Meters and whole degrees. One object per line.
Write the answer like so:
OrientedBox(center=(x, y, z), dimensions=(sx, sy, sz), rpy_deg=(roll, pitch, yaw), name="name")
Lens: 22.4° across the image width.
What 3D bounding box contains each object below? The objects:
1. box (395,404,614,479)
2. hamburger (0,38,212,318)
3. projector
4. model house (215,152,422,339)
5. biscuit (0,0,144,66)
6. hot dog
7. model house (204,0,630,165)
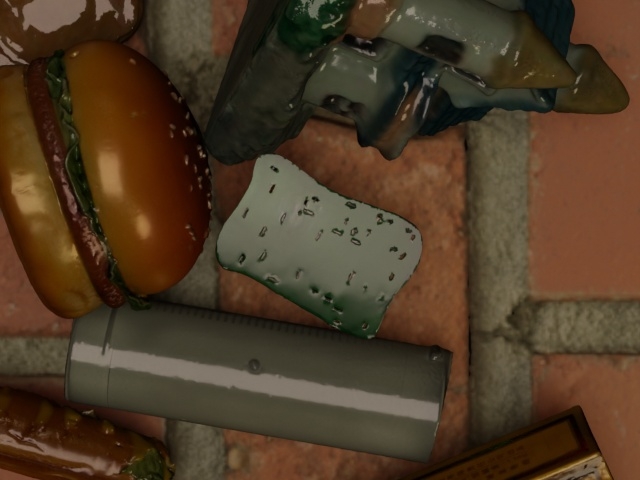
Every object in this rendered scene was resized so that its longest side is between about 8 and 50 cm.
OrientedBox(center=(0.133, 0.294, 1.451), dimensions=(0.301, 0.084, 0.193), rpy_deg=(-23, 117, 6), name="box")
OrientedBox(center=(-0.178, -0.057, 1.363), dimensions=(0.170, 0.246, 0.246), rpy_deg=(-18, 97, 2), name="hamburger")
OrientedBox(center=(-0.055, 0.120, 1.450), dimensions=(0.337, 0.108, 0.108), rpy_deg=(10, 99, 1), name="projector")
OrientedBox(center=(0.000, 0.000, 1.438), dimensions=(0.167, 0.088, 0.117), rpy_deg=(25, 99, -3), name="model house")
OrientedBox(center=(-0.293, -0.249, 1.436), dimensions=(0.376, 0.051, 0.269), rpy_deg=(-37, 94, 8), name="biscuit")
OrientedBox(center=(-0.263, 0.179, 1.469), dimensions=(0.269, 0.115, 0.072), rpy_deg=(17, 66, -8), name="hot dog")
OrientedBox(center=(0.106, -0.141, 1.318), dimensions=(0.325, 0.267, 0.194), rpy_deg=(21, 59, -12), name="model house")
